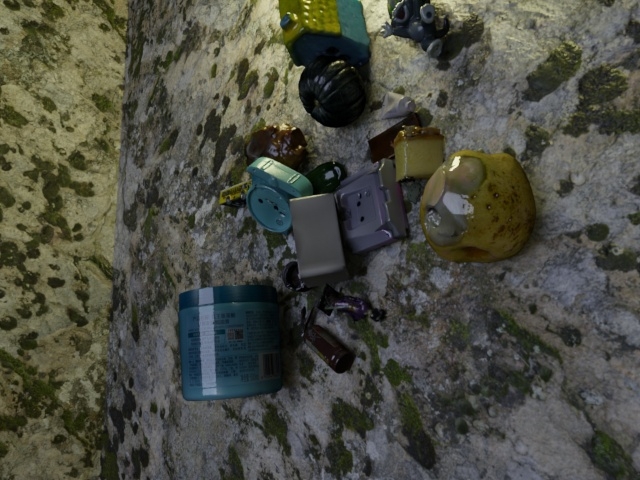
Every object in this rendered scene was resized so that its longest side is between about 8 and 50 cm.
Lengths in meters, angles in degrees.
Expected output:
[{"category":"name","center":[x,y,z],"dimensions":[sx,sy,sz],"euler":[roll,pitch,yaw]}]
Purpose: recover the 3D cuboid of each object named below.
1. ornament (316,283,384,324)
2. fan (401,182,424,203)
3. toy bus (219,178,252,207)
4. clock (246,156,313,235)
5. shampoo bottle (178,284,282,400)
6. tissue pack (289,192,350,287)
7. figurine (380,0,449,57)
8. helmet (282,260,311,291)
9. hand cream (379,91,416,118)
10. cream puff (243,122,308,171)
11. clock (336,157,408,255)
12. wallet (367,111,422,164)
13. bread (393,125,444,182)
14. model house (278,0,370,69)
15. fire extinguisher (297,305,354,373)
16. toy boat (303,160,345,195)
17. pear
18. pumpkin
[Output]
[{"category":"ornament","center":[0.090,0.203,1.473],"dimensions":[0.203,0.088,0.081],"euler":[19,75,37]},{"category":"fan","center":[0.254,-0.140,1.414],"dimensions":[0.083,0.004,0.056],"euler":[42,114,41]},{"category":"toy bus","center":[-0.300,-0.175,1.949],"dimensions":[0.226,0.081,0.074],"euler":[-13,69,48]},{"category":"clock","center":[-0.148,-0.126,1.688],"dimensions":[0.224,0.094,0.274],"euler":[28,135,15]},{"category":"shampoo bottle","center":[-0.296,0.340,1.672],"dimensions":[0.331,0.331,0.342],"euler":[-19,71,43]},{"category":"tissue pack","center":[0.000,0.000,1.515],"dimensions":[0.136,0.159,0.246],"euler":[-11,71,5]},{"category":"figurine","center":[0.273,-0.625,1.385],"dimensions":[0.265,0.140,0.193],"euler":[51,143,24]},{"category":"helmet","center":[-0.065,0.122,1.656],"dimensions":[0.123,0.070,0.098],"euler":[28,97,52]},{"category":"hand cream","center":[0.224,-0.391,1.465],"dimensions":[0.142,0.053,0.084],"euler":[29,104,61]},{"category":"cream puff","center":[-0.164,-0.300,1.769],"dimensions":[0.269,0.155,0.241],"euler":[31,107,42]},{"category":"clock","center":[0.146,-0.094,1.463],"dimensions":[0.186,0.083,0.253],"euler":[-25,66,42]},{"category":"wallet","center":[0.216,-0.290,1.462],"dimensions":[0.176,0.026,0.095],"euler":[-26,65,35]},{"category":"bread","center":[0.254,-0.232,1.371],"dimensions":[0.152,0.127,0.147],"euler":[180,89,-72]},{"category":"model house","center":[-0.009,-0.669,1.577],"dimensions":[0.216,0.303,0.237],"euler":[-22,67,35]},{"category":"fire extinguisher","center":[0.008,0.297,1.560],"dimensions":[0.106,0.075,0.252],"euler":[-48,45,-7]},{"category":"toy boat","center":[-0.002,-0.187,1.655],"dimensions":[0.210,0.052,0.104],"euler":[-30,78,39]},{"category":"pear","center":[0.355,-0.077,1.149],"dimensions":[0.271,0.271,0.271],"euler":[-10,77,45]},{"category":"pumpkin","center":[0.035,-0.454,1.552],"dimensions":[0.220,0.162,0.220],"euler":[34,148,25]}]
